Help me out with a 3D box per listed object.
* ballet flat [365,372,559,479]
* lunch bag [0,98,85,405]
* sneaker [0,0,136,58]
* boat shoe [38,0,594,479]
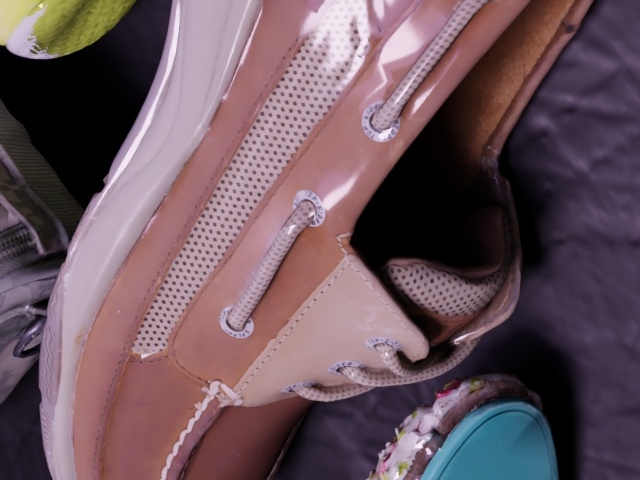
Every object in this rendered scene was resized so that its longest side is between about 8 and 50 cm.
[{"bbox_3d":[0.033,0.148,0.688,0.077,0.091,0.241,32,127,52],"label":"ballet flat"},{"bbox_3d":[-0.239,-0.033,0.736,0.256,0.212,0.305,-39,78,21],"label":"lunch bag"},{"bbox_3d":[-0.095,-0.175,0.632,0.126,0.091,0.240,42,131,17],"label":"sneaker"},{"bbox_3d":[0.000,0.000,0.619,0.116,0.123,0.324,35,130,19],"label":"boat shoe"}]
